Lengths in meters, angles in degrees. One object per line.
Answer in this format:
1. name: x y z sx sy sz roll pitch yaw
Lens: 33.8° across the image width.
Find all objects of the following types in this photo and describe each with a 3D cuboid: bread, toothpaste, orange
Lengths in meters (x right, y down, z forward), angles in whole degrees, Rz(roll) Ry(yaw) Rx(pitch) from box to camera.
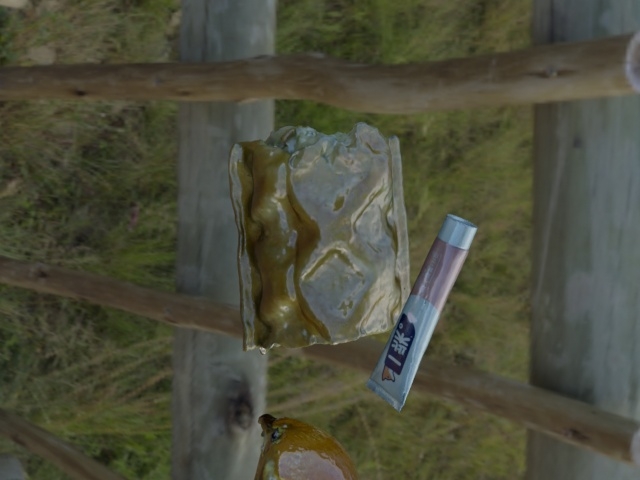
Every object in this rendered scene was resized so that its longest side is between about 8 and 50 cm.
1. bread: -0.002 0.000 1.197 0.196 0.238 0.252 -4 87 -37
2. toothpaste: 0.103 0.073 1.074 0.036 0.056 0.205 12 107 -41
3. orange: -0.018 0.236 0.969 0.112 0.160 0.170 -2 58 -10
